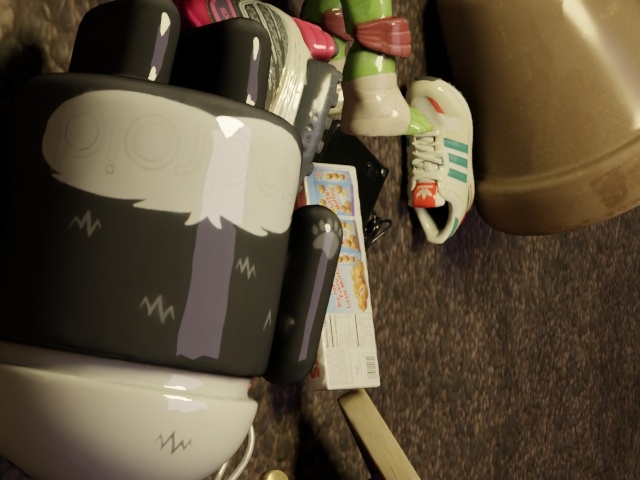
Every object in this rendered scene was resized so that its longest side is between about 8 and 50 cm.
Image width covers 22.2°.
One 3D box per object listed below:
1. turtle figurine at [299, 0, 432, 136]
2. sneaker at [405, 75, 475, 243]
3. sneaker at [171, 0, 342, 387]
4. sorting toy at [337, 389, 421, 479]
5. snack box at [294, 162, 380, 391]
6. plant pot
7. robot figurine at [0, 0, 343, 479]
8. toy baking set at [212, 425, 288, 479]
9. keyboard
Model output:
[{"bbox_3d":[0.062,-0.223,1.210,0.275,0.198,0.266,-27,123,-57],"label":"turtle figurine"},{"bbox_3d":[0.106,-0.069,1.486,0.075,0.057,0.161,-64,151,-48],"label":"sneaker"},{"bbox_3d":[-0.084,-0.016,1.058,0.112,0.121,0.299,21,74,-34],"label":"sneaker"},{"bbox_3d":[0.078,0.292,1.312,0.257,0.089,0.255,57,-7,41],"label":"sorting toy"},{"bbox_3d":[0.010,0.028,1.279,0.064,0.022,0.178,2,79,-47],"label":"snack box"},{"bbox_3d":[0.221,-0.167,1.536,0.229,0.263,0.263,60,39,-24],"label":"plant pot"},{"bbox_3d":[-0.106,0.006,0.923,0.173,0.209,0.278,27,72,-78],"label":"robot figurine"},{"bbox_3d":[-0.073,0.217,1.125,0.256,0.030,0.196,45,56,-24],"label":"toy baking set"},{"bbox_3d":[0.000,0.000,1.321,0.100,0.038,0.192,46,51,-28],"label":"keyboard"}]
